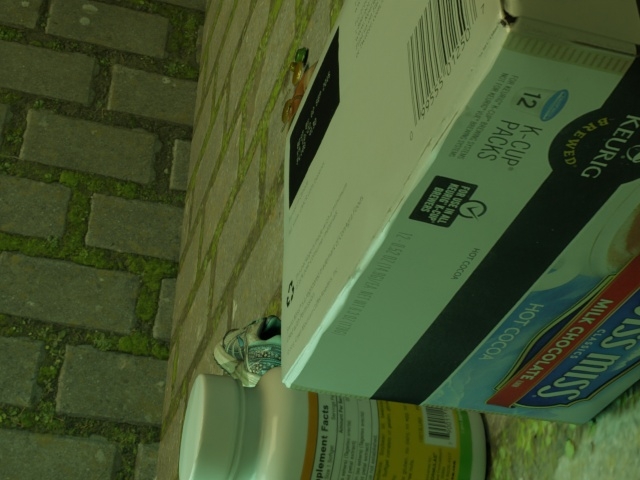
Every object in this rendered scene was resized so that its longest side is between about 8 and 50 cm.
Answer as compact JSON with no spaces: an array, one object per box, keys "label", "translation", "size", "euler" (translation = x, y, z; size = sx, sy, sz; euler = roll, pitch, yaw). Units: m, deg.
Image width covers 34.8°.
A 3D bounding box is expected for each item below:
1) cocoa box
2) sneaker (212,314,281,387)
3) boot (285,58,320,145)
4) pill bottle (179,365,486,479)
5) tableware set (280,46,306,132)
[{"label":"cocoa box","translation":[0.130,-0.067,0.623],"size":[0.347,0.227,0.232],"euler":[119,157,-51]},{"label":"sneaker","translation":[-0.088,0.177,1.628],"size":[0.122,0.110,0.283],"euler":[-61,18,1]},{"label":"boot","translation":[-0.024,-0.185,1.652],"size":[0.152,0.073,0.197],"euler":[138,152,-66]},{"label":"pill bottle","translation":[0.007,0.183,0.890],"size":[0.136,0.245,0.136],"euler":[-169,90,-76]},{"label":"tableware set","translation":[-0.045,-0.282,1.903],"size":[0.104,0.024,0.154],"euler":[123,155,-50]}]
